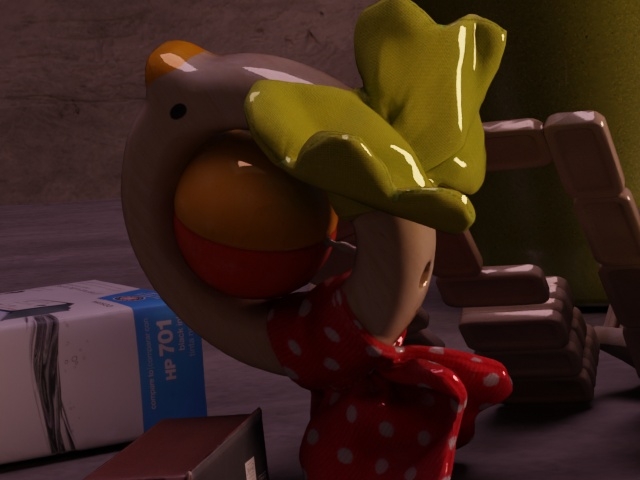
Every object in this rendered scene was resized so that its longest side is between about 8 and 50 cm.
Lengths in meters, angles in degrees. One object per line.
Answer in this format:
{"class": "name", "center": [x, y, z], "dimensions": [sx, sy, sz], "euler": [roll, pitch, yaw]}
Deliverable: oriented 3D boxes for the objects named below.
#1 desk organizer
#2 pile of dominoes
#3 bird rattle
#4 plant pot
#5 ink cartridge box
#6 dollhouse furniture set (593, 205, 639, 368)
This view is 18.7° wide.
{"class": "desk organizer", "center": [-0.063, 0.113, 0.874], "dimensions": [0.050, 0.047, 0.130], "euler": [-5, 6, 12]}
{"class": "pile of dominoes", "center": [0.084, 0.008, 1.038], "dimensions": [0.196, 0.040, 0.251], "euler": [-4, -37, 21]}
{"class": "bird rattle", "center": [0.000, 0.000, 0.930], "dimensions": [0.207, 0.253, 0.143], "euler": [22, 44, 23]}
{"class": "plant pot", "center": [0.228, -0.135, 1.531], "dimensions": [0.367, 0.353, 0.366], "euler": [-4, 7, 0]}
{"class": "ink cartridge box", "center": [-0.180, 0.077, 1.106], "dimensions": [0.191, 0.082, 0.140], "euler": [-6, 7, -33]}
{"class": "dollhouse furniture set", "center": [0.282, 0.039, 1.157], "dimensions": [0.184, 0.129, 0.129], "euler": [29, -16, -38]}
